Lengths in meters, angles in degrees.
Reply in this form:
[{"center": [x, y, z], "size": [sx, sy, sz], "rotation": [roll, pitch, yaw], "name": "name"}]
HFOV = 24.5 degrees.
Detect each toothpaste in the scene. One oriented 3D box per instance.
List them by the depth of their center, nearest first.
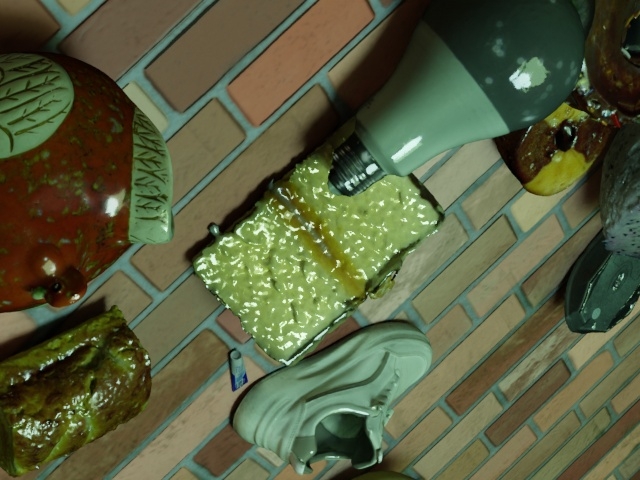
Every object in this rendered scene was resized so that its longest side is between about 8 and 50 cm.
[{"center": [-0.102, 0.162, 1.816], "size": [0.024, 0.015, 0.083], "rotation": [-35, 152, -18], "name": "toothpaste"}]

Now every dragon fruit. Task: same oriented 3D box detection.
[{"center": [0.508, -0.094, 2.051], "size": [0.283, 0.203, 0.221], "rotation": [10, 154, -24], "name": "dragon fruit"}]

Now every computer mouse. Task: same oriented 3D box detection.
[{"center": [0.439, 0.039, 2.235], "size": [0.126, 0.071, 0.231], "rotation": [32, 91, -43], "name": "computer mouse"}]

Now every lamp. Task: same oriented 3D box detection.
[{"center": [0.141, -0.168, 1.597], "size": [0.314, 0.182, 0.182], "rotation": [-36, 151, 21], "name": "lamp"}]

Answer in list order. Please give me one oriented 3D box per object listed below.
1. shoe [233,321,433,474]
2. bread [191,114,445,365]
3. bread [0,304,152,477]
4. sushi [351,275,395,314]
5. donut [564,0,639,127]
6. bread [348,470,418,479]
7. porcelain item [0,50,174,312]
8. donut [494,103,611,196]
[{"center": [0.051, 0.220, 1.919], "size": [0.316, 0.159, 0.124], "rotation": [-20, 138, -30], "name": "shoe"}, {"center": [0.000, 0.000, 1.671], "size": [0.266, 0.178, 0.142], "rotation": [-41, 179, -2], "name": "bread"}, {"center": [-0.267, 0.162, 1.546], "size": [0.172, 0.103, 0.132], "rotation": [-26, 146, -32], "name": "bread"}, {"center": [0.052, 0.041, 1.815], "size": [0.210, 0.040, 0.192], "rotation": [-44, 151, -2], "name": "sushi"}, {"center": [0.331, -0.247, 1.711], "size": [0.216, 0.096, 0.230], "rotation": [-21, 115, -34], "name": "donut"}, {"center": [0.066, 0.421, 2.175], "size": [0.261, 0.156, 0.158], "rotation": [-12, -179, -19], "name": "bread"}, {"center": [-0.242, -0.027, 1.249], "size": [0.253, 0.253, 0.253], "rotation": [-29, 144, -24], "name": "porcelain item"}, {"center": [0.291, -0.144, 1.859], "size": [0.166, 0.073, 0.184], "rotation": [-51, 146, 11], "name": "donut"}]
